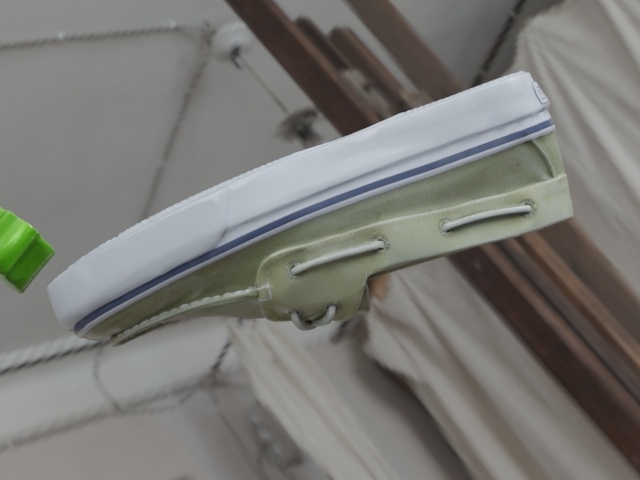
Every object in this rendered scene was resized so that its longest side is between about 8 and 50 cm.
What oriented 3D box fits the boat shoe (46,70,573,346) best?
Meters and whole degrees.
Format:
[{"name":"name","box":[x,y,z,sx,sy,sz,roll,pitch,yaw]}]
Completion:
[{"name":"boat shoe","box":[0.000,0.000,0.817,0.302,0.094,0.109,-23,-2,-3]}]

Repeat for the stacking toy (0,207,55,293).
[{"name":"stacking toy","box":[-0.088,0.100,0.424,0.167,0.221,0.052,-52,-6,-13]}]
